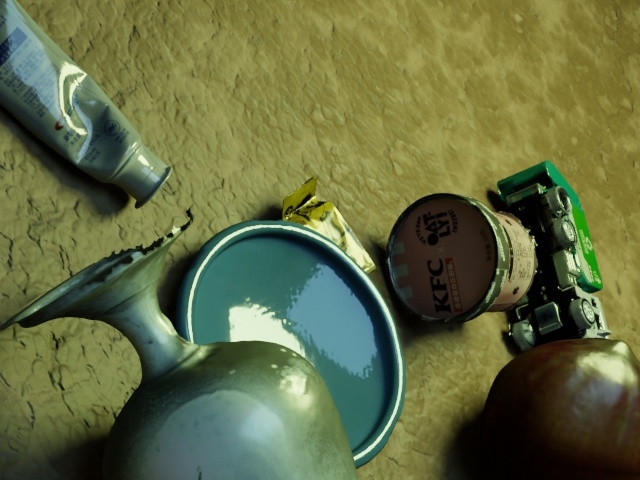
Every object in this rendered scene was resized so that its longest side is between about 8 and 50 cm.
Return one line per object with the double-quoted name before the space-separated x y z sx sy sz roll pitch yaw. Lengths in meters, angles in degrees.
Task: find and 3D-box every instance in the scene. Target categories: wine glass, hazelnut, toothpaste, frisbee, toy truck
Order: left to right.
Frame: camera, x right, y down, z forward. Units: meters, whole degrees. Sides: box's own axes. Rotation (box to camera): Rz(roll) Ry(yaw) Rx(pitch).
"toothpaste" -0.262 -0.140 1.805 0.266 0.061 0.096 43 74 -17
"wine glass" -0.118 0.155 1.648 0.323 0.238 0.238 58 39 -4
"frisbee" -0.035 0.116 1.895 0.289 0.049 0.289 18 58 -31
"toy truck" 0.288 0.027 2.260 0.124 0.114 0.253 19 53 -53
"hazelnut" 0.292 0.205 2.061 0.229 0.229 0.229 26 49 -35

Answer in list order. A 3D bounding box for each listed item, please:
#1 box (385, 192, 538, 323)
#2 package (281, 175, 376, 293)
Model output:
"box" 0.174 0.023 2.111 0.135 0.151 0.151 4 63 -54
"package" 0.000 0.000 2.011 0.131 0.047 0.071 55 44 -7
